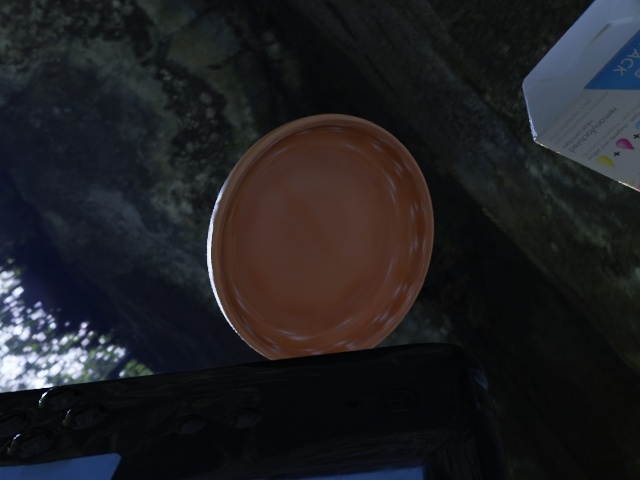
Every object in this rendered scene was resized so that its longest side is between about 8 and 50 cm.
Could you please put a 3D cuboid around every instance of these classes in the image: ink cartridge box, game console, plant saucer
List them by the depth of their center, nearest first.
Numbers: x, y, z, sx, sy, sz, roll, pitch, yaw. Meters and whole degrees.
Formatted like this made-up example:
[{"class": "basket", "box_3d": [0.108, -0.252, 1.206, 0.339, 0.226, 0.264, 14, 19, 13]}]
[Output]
[{"class": "game console", "box_3d": [-0.096, 0.150, 0.300, 0.342, 0.386, 0.060, -12, -70, 8]}, {"class": "ink cartridge box", "box_3d": [0.230, -0.079, 0.547, 0.181, 0.061, 0.104, 20, -46, -20]}, {"class": "plant saucer", "box_3d": [0.000, 0.000, 0.700, 0.037, 0.200, 0.200, 19, -52, 58]}]
